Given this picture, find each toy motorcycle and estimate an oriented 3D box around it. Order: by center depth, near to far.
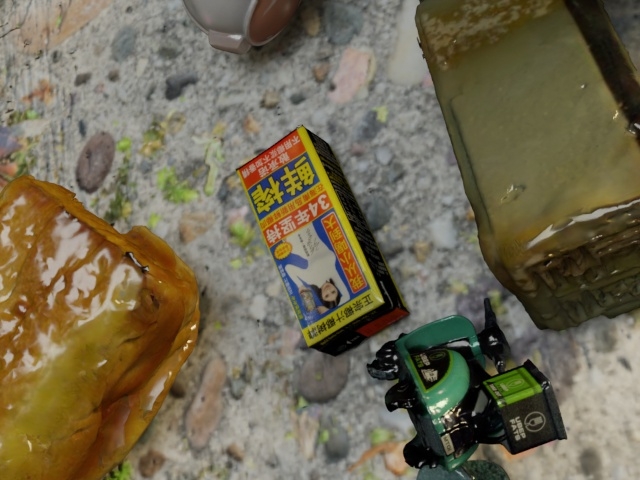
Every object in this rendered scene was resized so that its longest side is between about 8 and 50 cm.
[{"bbox_3d":[0.086,0.091,0.595,0.100,0.173,0.058,-19,104,-1],"label":"toy motorcycle"}]

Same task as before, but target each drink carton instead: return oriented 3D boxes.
[{"bbox_3d":[0.000,0.000,0.706,0.071,0.056,0.165,-33,63,20],"label":"drink carton"}]

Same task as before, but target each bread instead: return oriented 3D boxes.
[{"bbox_3d":[-0.239,0.129,0.716,0.195,0.149,0.344,35,88,17],"label":"bread"}]

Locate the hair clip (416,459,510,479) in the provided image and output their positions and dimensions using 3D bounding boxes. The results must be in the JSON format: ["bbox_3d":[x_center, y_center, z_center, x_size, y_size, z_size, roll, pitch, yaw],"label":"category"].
[{"bbox_3d":[0.061,0.275,0.588,0.048,0.083,0.275,14,86,29],"label":"hair clip"}]

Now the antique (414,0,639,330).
[{"bbox_3d":[0.152,-0.093,0.632,0.125,0.150,0.284,-22,57,16],"label":"antique"}]

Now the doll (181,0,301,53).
[{"bbox_3d":[-0.022,-0.288,0.764,0.151,0.151,0.287,32,90,29],"label":"doll"}]
